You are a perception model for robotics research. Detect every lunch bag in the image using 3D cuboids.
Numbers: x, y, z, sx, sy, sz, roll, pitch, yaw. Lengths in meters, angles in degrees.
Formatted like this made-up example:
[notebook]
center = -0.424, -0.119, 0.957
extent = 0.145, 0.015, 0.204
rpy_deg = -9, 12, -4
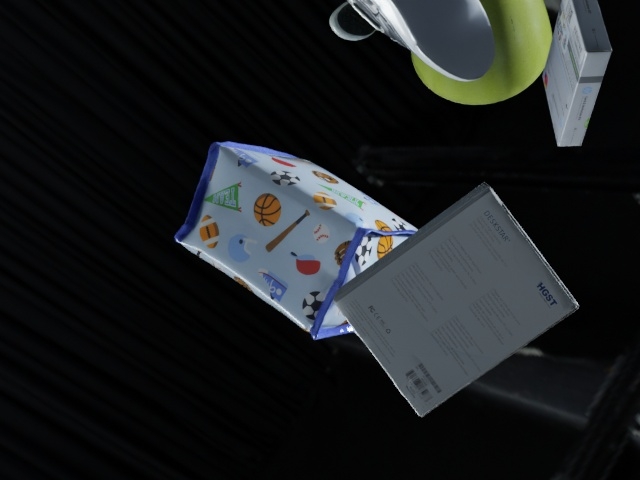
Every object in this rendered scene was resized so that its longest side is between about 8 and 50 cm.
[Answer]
[lunch bag]
center = 0.000, 0.000, 1.654
extent = 0.328, 0.385, 0.238
rpy_deg = 34, -72, 23

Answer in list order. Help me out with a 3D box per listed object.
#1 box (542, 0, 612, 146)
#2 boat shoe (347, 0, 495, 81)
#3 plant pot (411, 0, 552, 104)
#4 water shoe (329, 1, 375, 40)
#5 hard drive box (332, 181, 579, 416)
[box]
center = 0.353, -0.245, 1.339
extent = 0.038, 0.186, 0.145
rpy_deg = -1, -126, -1
[boat shoe]
center = 0.094, -0.313, 1.228
extent = 0.108, 0.301, 0.102
rpy_deg = -55, -167, -10
[plant pot]
center = 0.284, -0.437, 1.756
extent = 0.275, 0.293, 0.274
rpy_deg = -4, -110, 11
[water shoe]
center = 0.064, -0.408, 1.784
extent = 0.080, 0.072, 0.203
rpy_deg = -14, -166, 39
[hard drive box]
center = 0.162, 0.070, 1.170
extent = 0.232, 0.181, 0.089
rpy_deg = -36, -178, 9
